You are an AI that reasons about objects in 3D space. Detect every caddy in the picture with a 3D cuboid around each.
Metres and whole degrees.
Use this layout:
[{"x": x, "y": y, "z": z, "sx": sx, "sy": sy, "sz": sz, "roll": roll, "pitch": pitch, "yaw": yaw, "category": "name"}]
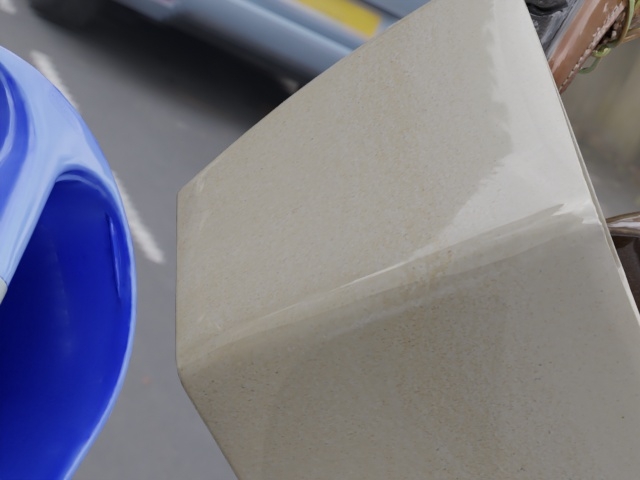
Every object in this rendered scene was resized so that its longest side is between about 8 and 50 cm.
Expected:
[{"x": -0.223, "y": 0.056, "z": 0.788, "sx": 0.179, "sy": 0.341, "sz": 0.241, "roll": -6, "pitch": -47, "yaw": 40, "category": "caddy"}]

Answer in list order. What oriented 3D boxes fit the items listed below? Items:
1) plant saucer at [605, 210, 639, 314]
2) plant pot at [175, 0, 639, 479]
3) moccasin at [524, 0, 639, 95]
[{"x": 0.180, "y": 0.043, "z": 0.653, "sx": 0.199, "sy": 0.036, "sz": 0.198, "roll": 31, "pitch": -16, "yaw": 10, "category": "plant saucer"}, {"x": 0.023, "y": 0.018, "z": 0.398, "sx": 0.109, "sy": 0.096, "sz": 0.109, "roll": -97, "pitch": 165, "yaw": -54, "category": "plant pot"}, {"x": 0.266, "y": -0.245, "z": 1.627, "sx": 0.147, "sy": 0.139, "sz": 0.380, "roll": 54, "pitch": 44, "yaw": -25, "category": "moccasin"}]
